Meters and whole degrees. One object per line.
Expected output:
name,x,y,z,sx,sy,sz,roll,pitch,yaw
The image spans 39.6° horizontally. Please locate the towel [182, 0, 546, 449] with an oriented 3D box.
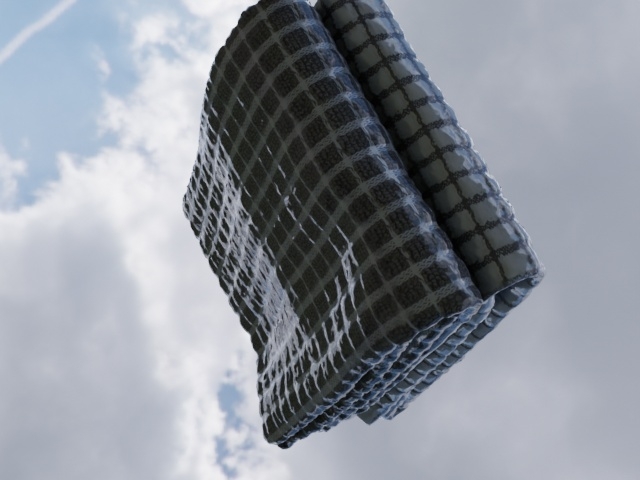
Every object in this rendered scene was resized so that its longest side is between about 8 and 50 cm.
towel,0.000,0.000,0.616,0.235,0.121,0.283,60,-30,18
